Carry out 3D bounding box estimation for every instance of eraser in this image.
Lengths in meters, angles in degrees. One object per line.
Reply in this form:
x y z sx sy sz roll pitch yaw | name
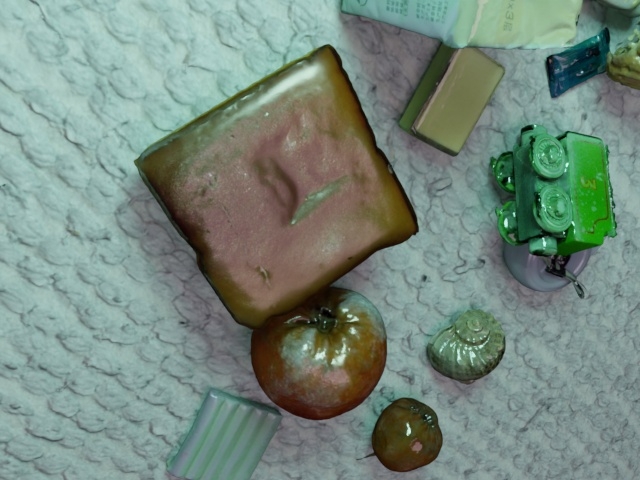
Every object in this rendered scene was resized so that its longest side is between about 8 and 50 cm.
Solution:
0.220 -0.241 1.163 0.117 0.058 0.172 21 105 -30 | eraser

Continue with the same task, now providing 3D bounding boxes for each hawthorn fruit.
-0.011 0.203 1.180 0.235 0.231 0.262 18 102 -18 | hawthorn fruit
0.175 0.411 1.425 0.149 0.149 0.189 -3 138 -22 | hawthorn fruit

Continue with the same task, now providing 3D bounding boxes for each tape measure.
0.464 0.021 1.371 0.196 0.105 0.178 10 111 -28 | tape measure

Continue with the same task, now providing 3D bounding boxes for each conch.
0.297 0.227 1.421 0.156 0.130 0.207 9 140 8 | conch

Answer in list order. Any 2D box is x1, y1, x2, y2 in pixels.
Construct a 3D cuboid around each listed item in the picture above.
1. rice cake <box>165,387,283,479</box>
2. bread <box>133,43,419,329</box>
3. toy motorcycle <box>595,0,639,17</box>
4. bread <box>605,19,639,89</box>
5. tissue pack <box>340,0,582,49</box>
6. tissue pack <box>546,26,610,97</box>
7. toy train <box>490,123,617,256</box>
-0.180 0.386 1.312 0.189 0.037 0.198 28 101 -32 | rice cake
-0.057 -0.074 1.043 0.333 0.143 0.323 -33 107 -6 | bread
0.502 -0.476 1.143 0.341 0.108 0.222 -16 123 -17 | toy motorcycle
0.622 -0.356 1.167 0.274 0.274 0.149 -42 79 0 | bread
0.192 -0.472 0.878 0.206 0.332 0.404 -7 117 -25 | tissue pack
0.475 -0.323 1.253 0.138 0.028 0.085 -27 122 -6 | tissue pack
0.422 -0.085 1.242 0.188 0.132 0.243 8 73 -21 | toy train
